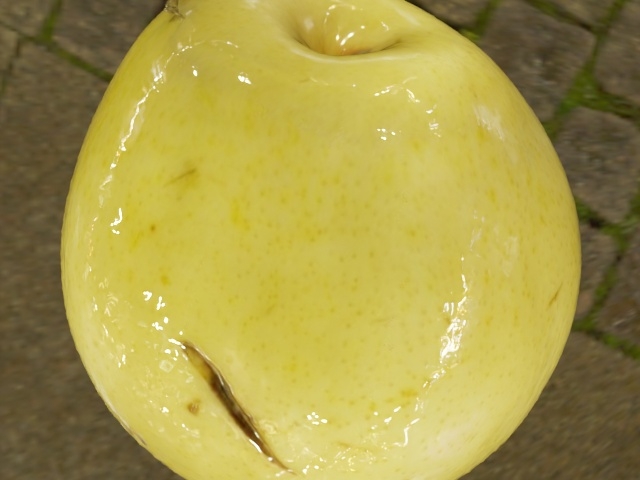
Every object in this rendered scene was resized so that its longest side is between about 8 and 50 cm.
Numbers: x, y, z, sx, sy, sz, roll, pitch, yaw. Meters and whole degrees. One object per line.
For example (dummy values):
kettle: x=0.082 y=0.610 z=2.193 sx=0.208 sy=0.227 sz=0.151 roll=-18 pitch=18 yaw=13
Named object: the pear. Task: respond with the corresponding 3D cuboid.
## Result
pear: x=0.000 y=0.000 z=1.119 sx=0.309 sy=0.309 sz=0.309 roll=1 pitch=93 yaw=20
